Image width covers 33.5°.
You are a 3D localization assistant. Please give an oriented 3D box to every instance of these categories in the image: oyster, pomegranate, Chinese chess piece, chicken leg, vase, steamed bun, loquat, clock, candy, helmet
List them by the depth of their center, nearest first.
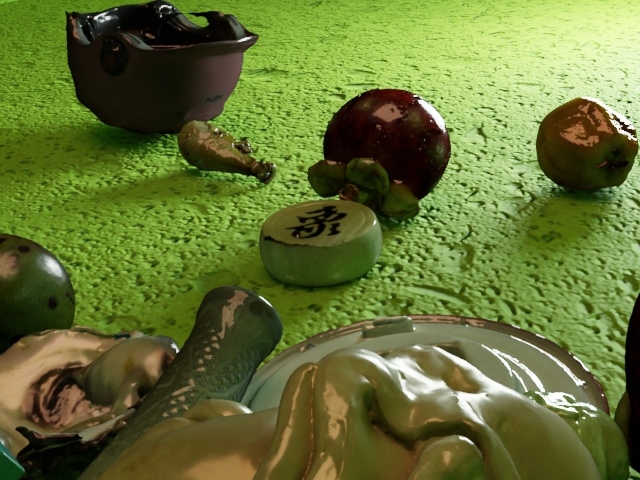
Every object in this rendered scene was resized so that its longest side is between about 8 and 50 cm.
[{"bbox_3d":[0.005,0.199,0.568,0.289,0.276,0.203,25,21,-17],"label":"steamed bun"},{"bbox_3d":[0.049,0.139,0.693,0.336,0.092,0.093,5,47,-20],"label":"candy"},{"bbox_3d":[-0.104,0.135,0.847,0.096,0.096,0.219,6,44,24],"label":"vase"},{"bbox_3d":[0.078,0.144,0.884,0.319,0.080,0.318,-4,24,2],"label":"clock"},{"bbox_3d":[-0.224,0.143,0.943,0.214,0.083,0.223,-22,30,-35],"label":"oyster"},{"bbox_3d":[-0.331,0.075,1.072,0.169,0.148,0.148,-46,40,-19],"label":"pomegranate"},{"bbox_3d":[0.000,0.000,1.239,0.144,0.058,0.144,-5,25,2],"label":"Chinese chess piece"},{"bbox_3d":[0.346,-0.122,1.377,0.137,0.113,0.137,5,34,-4],"label":"loquat"},{"bbox_3d":[-0.131,-0.125,1.541,0.178,0.070,0.093,25,31,36],"label":"chicken leg"},{"bbox_3d":[-0.262,-0.268,1.716,0.338,0.197,0.271,22,27,31],"label":"helmet"}]

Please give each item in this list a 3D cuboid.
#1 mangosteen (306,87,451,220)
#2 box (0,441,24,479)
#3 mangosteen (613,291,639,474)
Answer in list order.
[{"bbox_3d":[0.077,-0.104,1.354,0.166,0.166,0.180,11,55,32],"label":"mangosteen"},{"bbox_3d":[-0.346,0.185,0.847,0.161,0.042,0.226,-48,39,-14],"label":"box"},{"bbox_3d":[0.319,0.098,0.788,0.228,0.228,0.265,-17,-4,-25],"label":"mangosteen"}]
